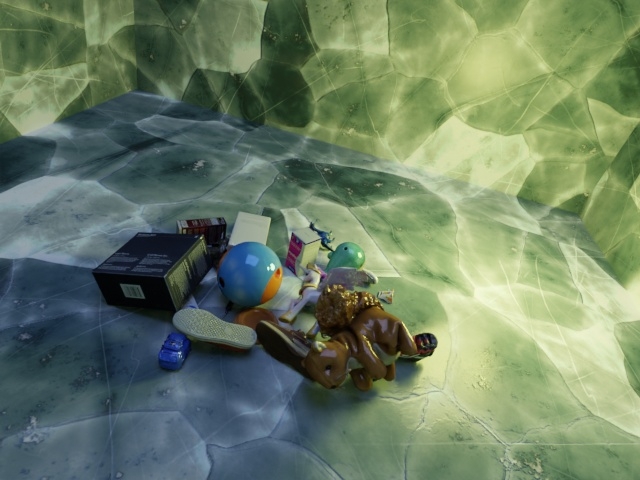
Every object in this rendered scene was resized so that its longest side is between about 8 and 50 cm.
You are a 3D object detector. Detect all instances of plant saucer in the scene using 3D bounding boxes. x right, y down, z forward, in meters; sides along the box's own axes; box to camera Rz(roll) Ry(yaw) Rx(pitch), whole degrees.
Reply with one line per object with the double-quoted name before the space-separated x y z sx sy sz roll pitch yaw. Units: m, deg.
"plant saucer" -0.274 0.354 1.758 0.200 0.037 0.200 9 35 -7

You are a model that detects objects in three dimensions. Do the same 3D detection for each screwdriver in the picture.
"screwdriver" -0.413 0.324 1.773 0.024 0.025 0.170 16 43 2

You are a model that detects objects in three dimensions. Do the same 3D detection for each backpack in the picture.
"backpack" -0.549 0.410 1.528 0.098 0.101 0.120 9 38 4

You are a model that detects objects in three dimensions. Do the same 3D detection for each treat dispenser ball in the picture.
"treat dispenser ball" -0.310 0.148 1.813 0.288 0.288 0.288 10 35 -7

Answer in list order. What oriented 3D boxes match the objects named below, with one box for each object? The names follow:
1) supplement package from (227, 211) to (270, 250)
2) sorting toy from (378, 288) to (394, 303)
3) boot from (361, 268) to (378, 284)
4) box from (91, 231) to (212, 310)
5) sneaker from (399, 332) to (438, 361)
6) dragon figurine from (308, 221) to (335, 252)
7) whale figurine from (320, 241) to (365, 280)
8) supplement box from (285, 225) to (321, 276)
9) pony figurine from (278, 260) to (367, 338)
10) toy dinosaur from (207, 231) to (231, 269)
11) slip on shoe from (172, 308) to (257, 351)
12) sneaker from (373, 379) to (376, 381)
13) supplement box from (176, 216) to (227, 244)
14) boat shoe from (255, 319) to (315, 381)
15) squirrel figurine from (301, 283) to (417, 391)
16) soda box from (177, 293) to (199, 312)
"supplement package" -0.363 0.016 2.077 0.177 0.175 0.293 11 35 -7
"sorting toy" 0.333 0.276 2.091 0.075 0.045 0.083 1 32 15
"boot" 0.205 0.185 2.151 0.086 0.069 0.190 -27 44 -35
"box" -0.690 0.120 1.733 0.343 0.179 0.312 3 33 16
"sneaker" 0.367 0.469 1.779 0.276 0.135 0.098 -6 47 10
"dragon figurine" 0.000 0.000 2.309 0.144 0.085 0.289 4 36 -15
"whale figurine" 0.101 0.113 2.093 0.272 0.141 0.216 -34 50 -16
"supplement box" -0.088 0.058 2.079 0.114 0.220 0.111 -21 47 -38
"pony figurine" 0.022 0.256 1.840 0.351 0.303 0.363 12 49 12
"toy dinosaur" -0.566 0.075 2.004 0.313 0.121 0.160 -19 27 -21
"slip on shoe" -0.416 0.361 1.609 0.331 0.101 0.123 20 44 -11
"sneaker" 0.201 0.536 1.666 0.076 0.065 0.166 36 45 10
"supplement box" -0.610 -0.042 2.109 0.239 0.130 0.073 -6 39 -28
"boat shoe" -0.105 0.423 1.661 0.342 0.123 0.123 30 30 15
"squirrel figurine" 0.097 0.369 1.548 0.370 0.281 0.397 -11 61 -22
"soda box" -0.556 0.290 1.719 0.074 0.069 0.216 -11 41 -31
